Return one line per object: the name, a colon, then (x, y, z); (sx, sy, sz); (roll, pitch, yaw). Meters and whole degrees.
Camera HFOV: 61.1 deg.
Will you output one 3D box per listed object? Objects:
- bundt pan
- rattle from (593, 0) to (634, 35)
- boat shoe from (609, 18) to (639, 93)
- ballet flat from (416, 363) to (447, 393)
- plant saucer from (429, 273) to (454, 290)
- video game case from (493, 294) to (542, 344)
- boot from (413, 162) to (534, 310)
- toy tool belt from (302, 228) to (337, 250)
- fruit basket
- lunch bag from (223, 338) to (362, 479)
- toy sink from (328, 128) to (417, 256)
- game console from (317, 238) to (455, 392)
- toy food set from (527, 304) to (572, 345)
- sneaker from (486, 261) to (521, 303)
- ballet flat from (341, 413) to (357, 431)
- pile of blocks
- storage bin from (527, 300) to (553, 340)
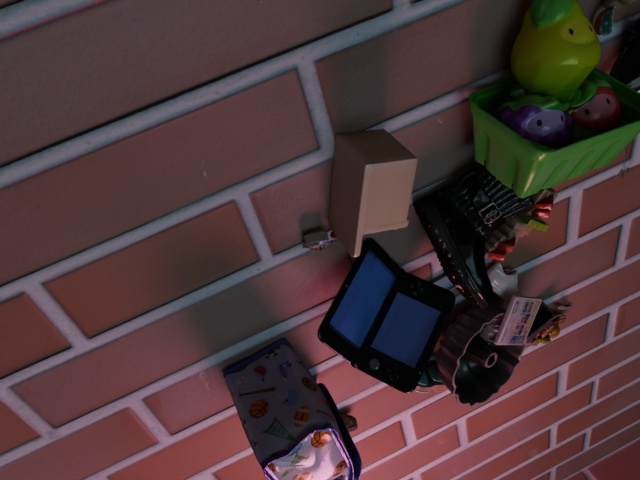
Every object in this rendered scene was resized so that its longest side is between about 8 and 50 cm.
bundt pan: (0.488, 0.341, 1.690); (0.330, 0.124, 0.331); (-15, 119, -29)
rattle: (0.631, -0.560, 1.165); (0.142, 0.130, 0.199); (20, 140, -24)
boat shoe: (0.778, -0.485, 1.251); (0.340, 0.127, 0.113); (-48, 129, 10)
ballet flat: (0.309, 0.443, 1.728); (0.315, 0.108, 0.106); (22, 126, -35)
plant saucer: (0.350, 0.128, 1.568); (0.192, 0.018, 0.067); (-28, 131, -5)
video game case: (0.592, 0.241, 1.627); (0.143, 0.019, 0.157); (9, 104, -38)
boot: (0.418, -0.019, 1.357); (0.260, 0.131, 0.348); (-30, 107, -2)
toy tool belt: (0.000, 0.000, 1.291); (0.083, 0.052, 0.051); (-12, 159, -13)
fruit basket: (0.519, -0.323, 1.165); (0.391, 0.283, 0.392); (-21, 140, -19)
lunch bag: (-0.055, 0.512, 1.454); (0.238, 0.328, 0.386); (-27, 129, -8)
toy sink: (0.112, -0.103, 1.194); (0.131, 0.153, 0.234); (-10, 126, -20)
game console: (0.173, 0.187, 1.353); (0.293, 0.250, 0.173); (-61, 160, -17)
toy food set: (0.804, 0.307, 1.886); (0.132, 0.038, 0.192); (12, 118, -48)
sneaker: (0.573, 0.135, 1.647); (0.212, 0.080, 0.094); (32, 95, -37)
ballet flat: (-0.003, 0.597, 1.725); (0.249, 0.058, 0.084); (-9, 149, -13)
pile of blocks: (0.519, -0.008, 1.485); (0.362, 0.113, 0.149); (-41, 131, 8)
storage bin: (0.714, 0.278, 1.809); (0.135, 0.098, 0.091); (-42, 141, 8)
